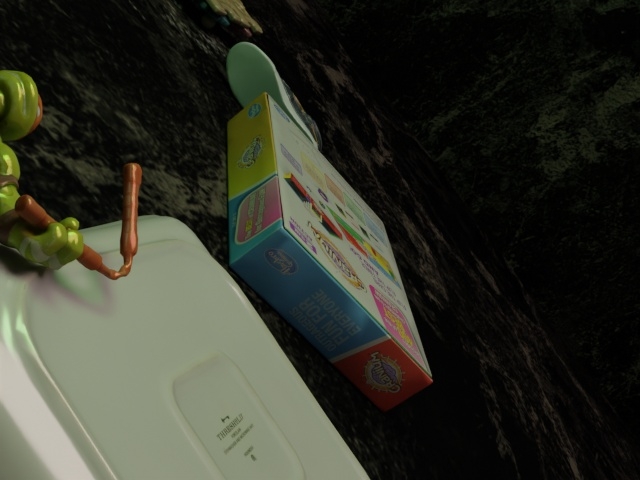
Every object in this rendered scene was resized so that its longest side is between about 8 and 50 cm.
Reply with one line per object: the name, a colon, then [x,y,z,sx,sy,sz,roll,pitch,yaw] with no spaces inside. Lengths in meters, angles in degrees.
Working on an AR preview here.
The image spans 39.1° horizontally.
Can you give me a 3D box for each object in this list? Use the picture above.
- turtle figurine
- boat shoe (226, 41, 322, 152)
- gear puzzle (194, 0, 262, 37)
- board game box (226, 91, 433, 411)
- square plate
turtle figurine: [-0.217,-0.083,0.449,0.269,0.087,0.217,61,23,12]
boat shoe: [-0.062,-0.180,1.206,0.183,0.065,0.083,59,13,-7]
gear puzzle: [-0.223,-0.431,1.318,0.339,0.044,0.175,54,16,11]
board game box: [0.000,0.000,0.974,0.242,0.064,0.316,46,17,-27]
square plate: [-0.063,0.125,0.532,0.344,0.049,0.347,55,15,5]
